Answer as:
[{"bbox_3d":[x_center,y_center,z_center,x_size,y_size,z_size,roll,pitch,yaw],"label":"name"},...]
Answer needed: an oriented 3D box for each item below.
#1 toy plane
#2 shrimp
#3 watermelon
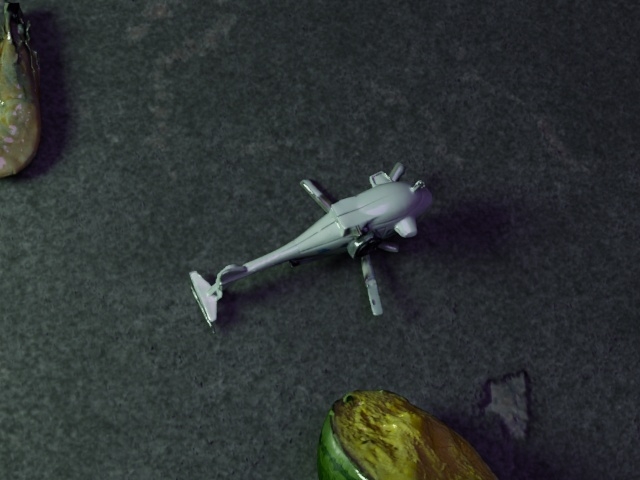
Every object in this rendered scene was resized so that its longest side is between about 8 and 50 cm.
[{"bbox_3d":[-0.006,-0.009,1.491,0.273,0.107,0.182,-4,63,-13],"label":"toy plane"},{"bbox_3d":[-0.372,-0.165,1.485,0.152,0.046,0.219,7,65,-17],"label":"shrimp"},{"bbox_3d":[0.083,0.254,1.365,0.204,0.127,0.232,18,23,-28],"label":"watermelon"}]
